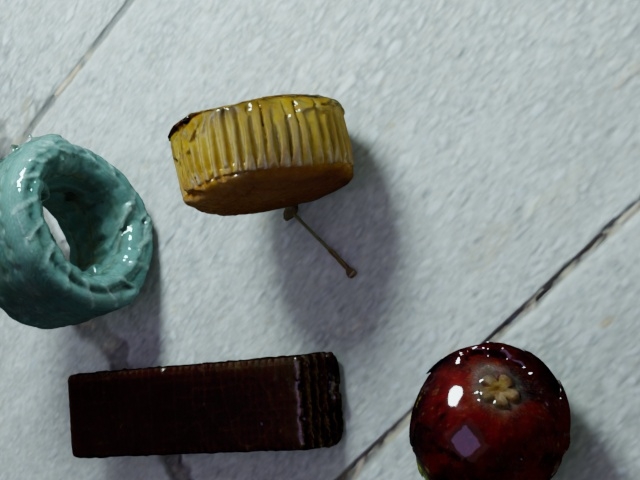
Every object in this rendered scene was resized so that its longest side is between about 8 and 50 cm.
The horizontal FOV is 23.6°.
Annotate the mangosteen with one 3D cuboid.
[{"bbox_3d":[0.160,0.191,1.504,0.166,0.166,0.180,56,146,26],"label":"mangosteen"}]

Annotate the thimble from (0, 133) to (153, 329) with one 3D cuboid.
[{"bbox_3d":[-0.321,-0.013,1.855,0.143,0.198,0.235,-20,93,40],"label":"thimble"}]

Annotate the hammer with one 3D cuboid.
[{"bbox_3d":[0.000,0.000,1.724,0.123,0.014,0.029,45,123,28],"label":"hammer"}]

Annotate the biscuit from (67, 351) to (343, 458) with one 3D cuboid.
[{"bbox_3d":[-0.142,0.195,1.787,0.388,0.073,0.107,-8,84,37],"label":"biscuit"}]

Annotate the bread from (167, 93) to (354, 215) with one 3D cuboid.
[{"bbox_3d":[-0.062,-0.087,1.662,0.199,0.199,0.104,-19,77,36],"label":"bread"}]
